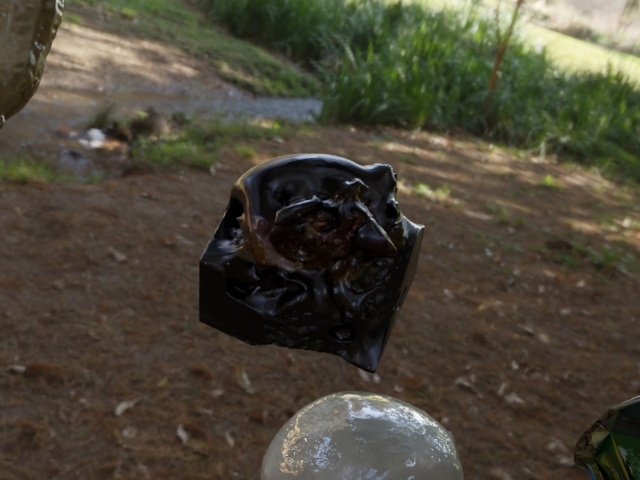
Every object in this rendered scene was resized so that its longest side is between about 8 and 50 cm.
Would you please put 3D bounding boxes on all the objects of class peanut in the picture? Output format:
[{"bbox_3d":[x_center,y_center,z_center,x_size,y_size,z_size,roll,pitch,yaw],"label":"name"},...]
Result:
[{"bbox_3d":[-0.283,-0.171,0.723,0.080,0.174,0.080,11,-21,4],"label":"peanut"}]

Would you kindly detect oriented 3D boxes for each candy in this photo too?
[{"bbox_3d":[0.052,0.299,1.116,0.295,0.185,0.295,-2,-11,0],"label":"candy"}]

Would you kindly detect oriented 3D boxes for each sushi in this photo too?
[{"bbox_3d":[-0.001,0.000,1.010,0.227,0.212,0.215,16,35,12],"label":"sushi"}]

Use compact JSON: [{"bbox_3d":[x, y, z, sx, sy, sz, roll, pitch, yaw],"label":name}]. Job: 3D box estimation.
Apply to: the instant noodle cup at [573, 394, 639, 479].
[{"bbox_3d":[0.358,0.227,0.692,0.240,0.240,0.178,7,48,-29],"label":"instant noodle cup"}]
